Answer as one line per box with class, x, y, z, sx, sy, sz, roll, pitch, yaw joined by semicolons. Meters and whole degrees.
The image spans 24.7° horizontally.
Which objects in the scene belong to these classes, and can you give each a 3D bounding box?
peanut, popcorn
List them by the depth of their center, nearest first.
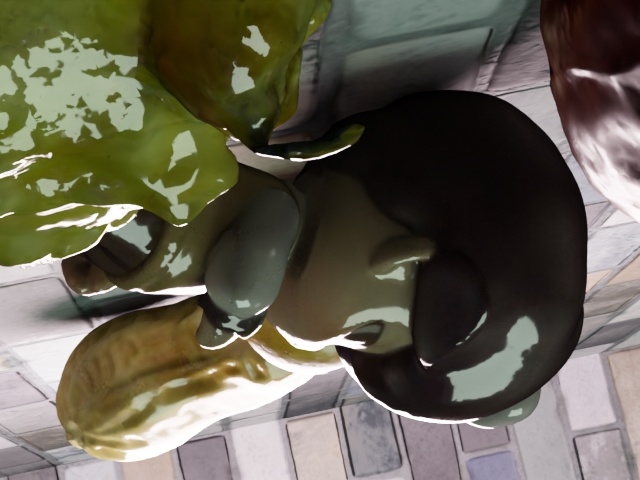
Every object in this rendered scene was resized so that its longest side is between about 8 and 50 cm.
popcorn;-0.082;-0.067;0.499;0.195;0.173;0.168;-15;135;12
peanut;-0.115;0.113;1.339;0.305;0.147;0.147;-21;165;21

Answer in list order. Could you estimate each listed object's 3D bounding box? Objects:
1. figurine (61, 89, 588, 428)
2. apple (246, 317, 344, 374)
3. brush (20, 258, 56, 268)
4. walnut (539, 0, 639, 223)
figurine;-0.002;0.019;0.852;0.365;0.206;0.218;-5;167;-29
apple;-0.003;0.029;1.062;0.146;0.146;0.146;-12;168;-3
brush;-0.211;-0.006;0.992;0.043;0.014;0.170;-15;167;3
walnut;0.196;-0.117;0.495;0.244;0.222;0.269;-44;-164;-22
